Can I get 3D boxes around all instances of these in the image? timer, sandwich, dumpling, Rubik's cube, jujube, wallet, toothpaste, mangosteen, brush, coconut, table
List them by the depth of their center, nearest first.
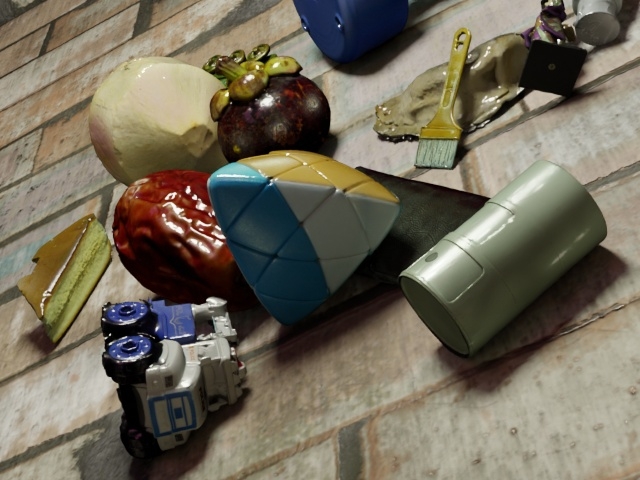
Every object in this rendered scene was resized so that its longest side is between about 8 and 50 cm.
[{"bbox_3d":[0.212,0.021,1.518,0.220,0.126,0.126,-39,28,-12],"label":"table"},{"bbox_3d":[0.000,0.000,1.728,0.254,0.254,0.254,-25,29,15],"label":"Rubik's cube"},{"bbox_3d":[0.099,-0.020,1.780,0.172,0.045,0.318,-47,33,-17],"label":"wallet"},{"bbox_3d":[-0.186,0.004,1.893,0.197,0.197,0.290,-42,43,-17],"label":"jujube"},{"bbox_3d":[0.187,-0.209,1.909,0.082,0.010,0.218,5,78,49],"label":"brush"},{"bbox_3d":[0.211,-0.235,1.969,0.332,0.086,0.166,-25,27,21],"label":"dumpling"},{"bbox_3d":[0.422,-0.421,1.994,0.114,0.073,0.299,127,159,-48],"label":"toothpaste"},{"bbox_3d":[-0.091,-0.210,2.096,0.192,0.217,0.192,-30,22,14],"label":"mangosteen"},{"bbox_3d":[-0.426,0.066,2.140,0.088,0.090,0.244,-11,38,29],"label":"sandwich"},{"bbox_3d":[-0.263,-0.192,2.231,0.259,0.259,0.259,-25,29,15],"label":"coconut"},{"bbox_3d":[0.149,-0.503,2.323,0.384,0.270,0.270,-25,26,-15],"label":"timer"}]

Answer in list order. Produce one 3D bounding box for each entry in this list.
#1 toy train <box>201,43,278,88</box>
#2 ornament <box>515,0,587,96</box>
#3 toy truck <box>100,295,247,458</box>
[{"bbox_3d":[-0.160,-0.283,2.423,0.226,0.090,0.137,-6,45,41],"label":"toy train"},{"bbox_3d":[0.332,-0.309,1.889,0.088,0.081,0.203,13,48,-4],"label":"ornament"},{"bbox_3d":[-0.188,0.167,1.704,0.177,0.161,0.213,-10,29,-6],"label":"toy truck"}]
